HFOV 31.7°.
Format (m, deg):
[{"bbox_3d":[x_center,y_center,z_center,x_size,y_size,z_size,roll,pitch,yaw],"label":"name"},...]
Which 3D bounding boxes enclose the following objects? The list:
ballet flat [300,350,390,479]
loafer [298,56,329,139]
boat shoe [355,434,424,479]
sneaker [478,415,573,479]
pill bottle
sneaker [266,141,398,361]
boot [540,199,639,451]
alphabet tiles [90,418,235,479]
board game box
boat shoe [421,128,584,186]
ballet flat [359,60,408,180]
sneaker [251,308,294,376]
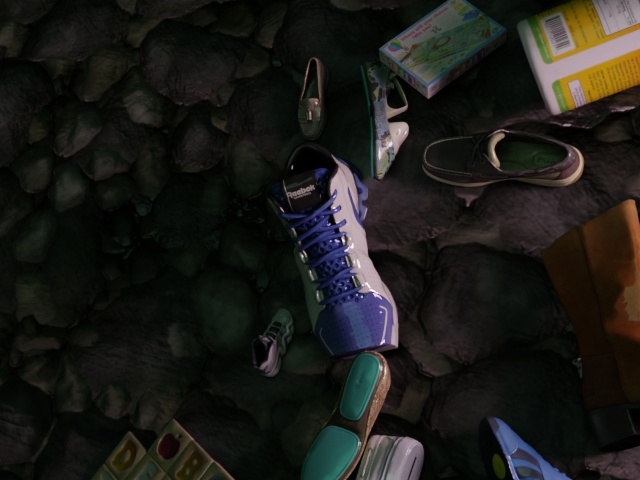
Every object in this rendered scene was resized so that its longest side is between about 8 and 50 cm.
[{"bbox_3d":[0.041,0.245,1.465,0.073,0.067,0.206,24,83,28],"label":"ballet flat"},{"bbox_3d":[-0.014,-0.213,1.678,0.045,0.039,0.125,-1,70,20],"label":"loafer"},{"bbox_3d":[0.064,0.353,1.418,0.076,0.083,0.226,6,61,35],"label":"boat shoe"},{"bbox_3d":[0.265,0.298,1.368,0.082,0.069,0.209,-14,51,-20],"label":"sneaker"},{"bbox_3d":[0.396,-0.269,1.485,0.246,0.136,0.136,-20,64,13],"label":"pill bottle"},{"bbox_3d":[0.000,-0.001,1.511,0.127,0.182,0.315,-19,64,16],"label":"sneaker"},{"bbox_3d":[0.409,0.083,1.346,0.264,0.096,0.280,-34,56,42],"label":"boot"},{"bbox_3d":[-0.259,0.415,1.499,0.342,0.011,0.285,-52,43,-4],"label":"alphabet tiles"},{"bbox_3d":[0.175,-0.280,1.611,0.154,0.026,0.103,-37,60,-16],"label":"board game box"},{"bbox_3d":[0.240,-0.118,1.523,0.224,0.073,0.080,6,72,23],"label":"boat shoe"},{"bbox_3d":[0.095,-0.176,1.611,0.070,0.070,0.188,-11,70,17],"label":"ballet flat"},{"bbox_3d":[-0.069,0.135,1.549,0.038,0.069,0.098,6,73,23],"label":"sneaker"}]
